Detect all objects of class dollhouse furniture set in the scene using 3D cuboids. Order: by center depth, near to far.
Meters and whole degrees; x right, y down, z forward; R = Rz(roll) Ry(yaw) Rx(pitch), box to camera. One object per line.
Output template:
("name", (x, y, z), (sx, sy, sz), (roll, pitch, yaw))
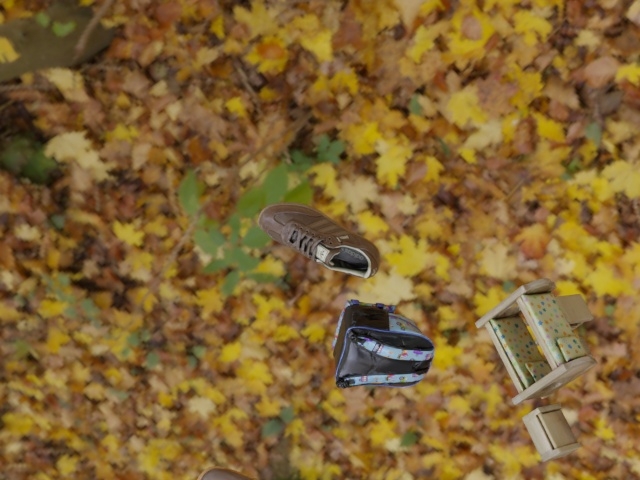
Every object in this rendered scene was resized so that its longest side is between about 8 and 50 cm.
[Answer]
("dollhouse furniture set", (0.305, 0.144, 1.141), (0.101, 0.161, 0.181), (-48, 57, 43))

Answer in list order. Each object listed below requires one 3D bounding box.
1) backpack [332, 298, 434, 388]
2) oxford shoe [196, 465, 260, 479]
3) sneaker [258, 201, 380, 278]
("backpack", (0.119, 0.196, 1.799), (0.173, 0.116, 0.158), (6, 125, -8))
("oxford shoe", (-0.100, 0.574, 1.987), (0.364, 0.130, 0.132), (31, 156, 11))
("sneaker", (0.000, 0.000, 1.386), (0.189, 0.071, 0.066), (20, 109, -5))
